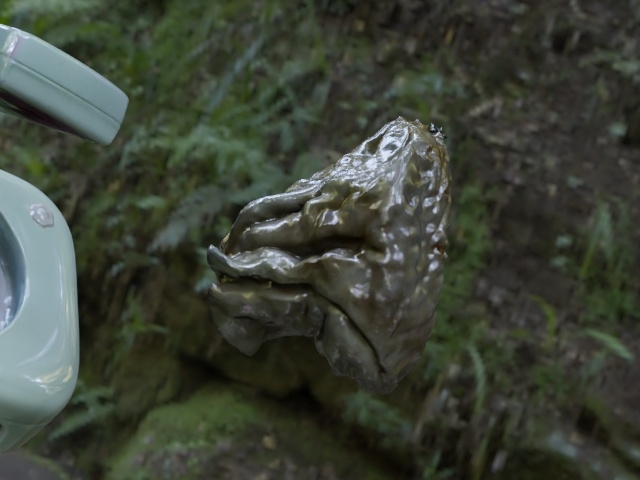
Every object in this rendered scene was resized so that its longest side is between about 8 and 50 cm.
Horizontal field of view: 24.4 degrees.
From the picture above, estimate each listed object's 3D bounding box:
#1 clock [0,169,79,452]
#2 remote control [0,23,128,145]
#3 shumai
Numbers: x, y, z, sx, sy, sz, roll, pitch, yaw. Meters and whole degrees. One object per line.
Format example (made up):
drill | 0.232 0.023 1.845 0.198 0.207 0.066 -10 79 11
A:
clock | -0.372 0.030 1.312 0.324 0.108 0.265 24 41 -33
remote control | -0.309 -0.151 1.142 0.344 0.050 0.145 19 -7 31
shumai | 0.000 0.003 1.209 0.185 0.218 0.184 9 13 -15
